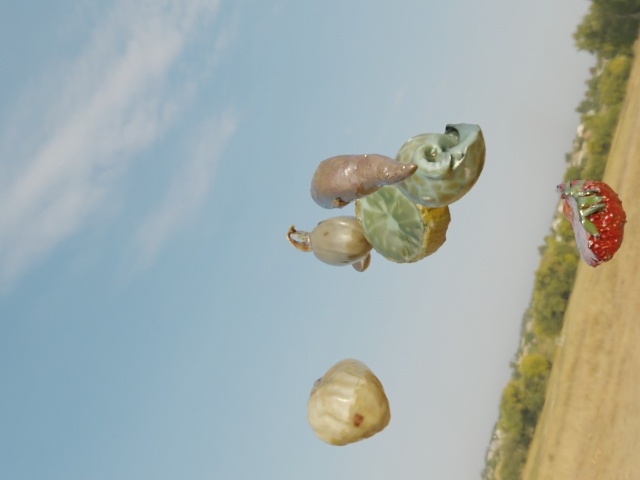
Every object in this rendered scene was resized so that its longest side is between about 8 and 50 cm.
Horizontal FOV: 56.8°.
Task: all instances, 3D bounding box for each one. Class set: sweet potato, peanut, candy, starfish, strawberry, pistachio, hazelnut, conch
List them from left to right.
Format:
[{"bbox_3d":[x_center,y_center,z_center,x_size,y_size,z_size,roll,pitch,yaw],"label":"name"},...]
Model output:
[{"bbox_3d":[0.000,0.006,1.797,0.053,0.209,0.150,95,179,-58],"label":"starfish"},{"bbox_3d":[0.058,-0.003,1.652,0.153,0.237,0.138,48,-120,-14],"label":"pistachio"},{"bbox_3d":[0.033,-0.073,0.692,0.226,0.068,0.068,-11,56,65],"label":"sweet potato"},{"bbox_3d":[0.095,0.478,1.732,0.241,0.261,0.261,46,-130,-16],"label":"hazelnut"},{"bbox_3d":[0.137,0.053,2.015,0.152,0.076,0.076,-91,3,-60],"label":"peanut"},{"bbox_3d":[0.193,-0.069,1.415,0.118,0.259,0.260,-28,-47,-35],"label":"candy"},{"bbox_3d":[0.161,-0.098,0.807,0.106,0.173,0.116,39,-114,-21],"label":"conch"},{"bbox_3d":[0.429,-0.023,0.929,0.187,0.082,0.147,49,-148,-61],"label":"strawberry"}]
